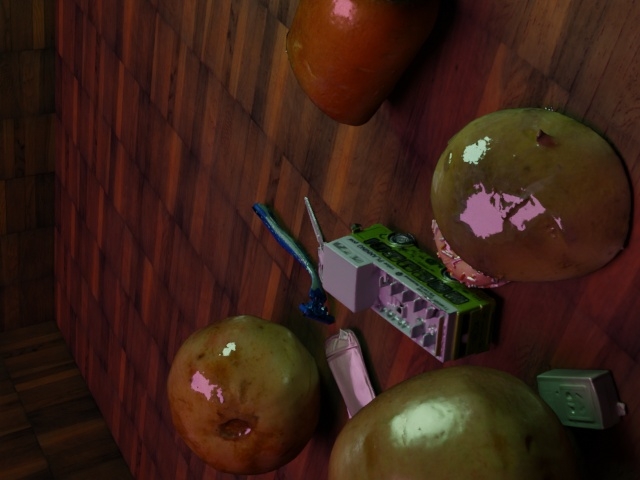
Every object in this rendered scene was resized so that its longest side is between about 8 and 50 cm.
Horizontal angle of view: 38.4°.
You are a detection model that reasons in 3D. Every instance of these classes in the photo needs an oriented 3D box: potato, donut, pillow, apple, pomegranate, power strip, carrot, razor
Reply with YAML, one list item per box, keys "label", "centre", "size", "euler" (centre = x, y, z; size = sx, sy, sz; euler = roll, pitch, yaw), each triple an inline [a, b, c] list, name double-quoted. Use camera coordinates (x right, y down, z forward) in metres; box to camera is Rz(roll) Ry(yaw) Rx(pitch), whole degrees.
- label: "potato"
  centre: [0.247, -0.057, 1.204]
  size: [0.299, 0.116, 0.239]
  euler: [12, 104, 42]
- label: "donut"
  centre: [0.216, 0.004, 1.379]
  size: [0.117, 0.065, 0.166]
  euler: [-43, 63, 55]
- label: "pillow"
  centre: [0.070, 0.284, 1.766]
  size: [0.131, 0.038, 0.232]
  euler: [-39, 69, 54]
- label: "apple"
  centre: [0.189, 0.345, 1.232]
  size: [0.338, 0.339, 0.305]
  euler: [110, 150, -43]
- label: "pomegranate"
  centre: [-0.150, 0.305, 1.902]
  size: [0.338, 0.338, 0.338]
  euler: [30, 127, 51]
- label: "power strip"
  centre: [0.341, 0.219, 1.277]
  size: [0.175, 0.042, 0.075]
  euler: [-14, 91, 60]
- label: "carrot"
  centre: [0.064, -0.340, 1.360]
  size: [0.214, 0.193, 0.331]
  euler: [30, 141, -9]
- label: "razor"
  centre: [-0.058, 0.029, 1.871]
  size: [0.056, 0.093, 0.324]
  euler: [-42, 54, 16]

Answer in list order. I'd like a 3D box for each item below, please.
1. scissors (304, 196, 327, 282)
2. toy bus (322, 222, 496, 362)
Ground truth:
- label: "scissors"
  centre: [0.000, 0.000, 1.792]
  size: [0.100, 0.015, 0.189]
  euler: [-45, 62, 59]
- label: "toy bus"
  centre: [0.136, 0.079, 1.468]
  size: [0.302, 0.139, 0.113]
  euler: [35, 133, 47]
